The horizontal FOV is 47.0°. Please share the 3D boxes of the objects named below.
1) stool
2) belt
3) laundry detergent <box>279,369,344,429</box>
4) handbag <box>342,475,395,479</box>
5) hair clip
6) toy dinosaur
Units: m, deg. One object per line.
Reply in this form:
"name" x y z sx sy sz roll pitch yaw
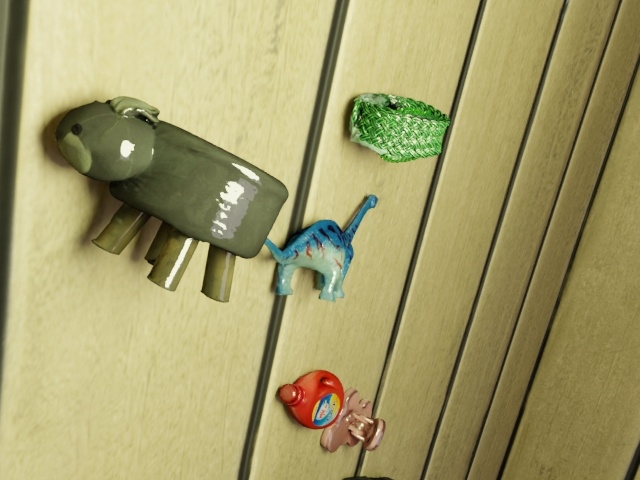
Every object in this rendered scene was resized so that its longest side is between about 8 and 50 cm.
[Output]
"stool" -0.144 -0.039 0.694 0.228 0.153 0.139 27 90 -18
"belt" 0.105 -0.153 1.032 0.151 0.121 0.079 -7 121 -44
"laundry detergent" -0.015 0.252 1.187 0.165 0.049 0.097 41 67 -59
"handbag" 0.077 0.622 1.571 0.244 0.088 0.275 -61 152 -3
"hair clip" 0.059 0.346 1.397 0.123 0.102 0.138 -62 -177 -5
"toy dinosaur" 0.003 0.027 1.035 0.329 0.076 0.144 -20 120 -56
